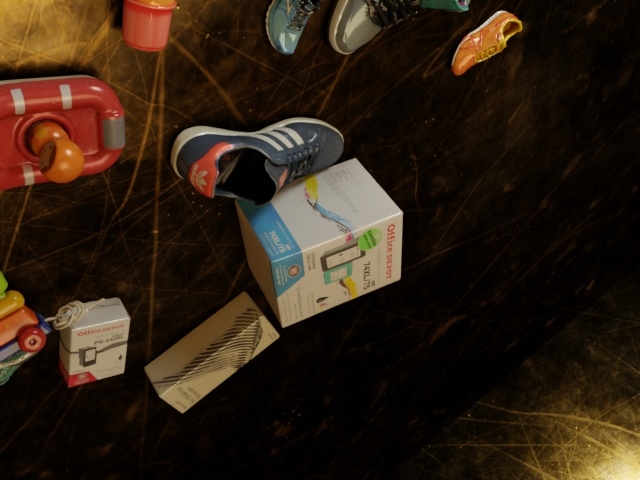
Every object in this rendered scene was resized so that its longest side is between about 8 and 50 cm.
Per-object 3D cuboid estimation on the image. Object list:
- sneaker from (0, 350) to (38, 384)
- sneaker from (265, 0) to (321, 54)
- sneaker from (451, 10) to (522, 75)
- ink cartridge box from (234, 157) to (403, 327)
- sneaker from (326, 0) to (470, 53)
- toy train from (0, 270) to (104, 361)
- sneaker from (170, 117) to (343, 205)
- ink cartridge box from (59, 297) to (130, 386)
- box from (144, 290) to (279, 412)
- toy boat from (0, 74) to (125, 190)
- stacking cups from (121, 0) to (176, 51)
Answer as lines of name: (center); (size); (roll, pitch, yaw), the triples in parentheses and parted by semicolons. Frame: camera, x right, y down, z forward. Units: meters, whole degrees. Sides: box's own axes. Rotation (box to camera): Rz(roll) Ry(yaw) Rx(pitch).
sneaker: (-0.562, 0.217, 1.080); (0.167, 0.065, 0.076); (-30, 156, -13)
sneaker: (-0.038, -0.373, 0.978); (0.063, 0.073, 0.162); (-8, 129, -37)
sneaker: (0.346, -0.412, 1.286); (0.175, 0.067, 0.064); (-44, 143, 2)
ink cartridge box: (0.000, 0.000, 1.227); (0.270, 0.197, 0.198); (-21, 137, -15)
sneaker: (0.156, -0.412, 1.028); (0.295, 0.178, 0.124); (-50, 141, 7)
toy train: (-0.501, 0.107, 1.001); (0.248, 0.105, 0.143); (-33, 120, -21)
sneaker: (-0.081, -0.131, 1.100); (0.350, 0.148, 0.131); (-13, 132, -33)
ink cartridge box: (-0.427, 0.191, 1.158); (0.109, 0.063, 0.150); (-10, 131, -35)
box: (-0.235, 0.245, 1.350); (0.275, 0.094, 0.113); (-39, 141, -7)
toy boat: (-0.373, -0.132, 0.842); (0.231, 0.151, 0.151); (-16, 133, -31)
stacking cups: (-0.210, -0.401, 0.783); (0.096, 0.096, 0.316); (-9, 130, -36)
